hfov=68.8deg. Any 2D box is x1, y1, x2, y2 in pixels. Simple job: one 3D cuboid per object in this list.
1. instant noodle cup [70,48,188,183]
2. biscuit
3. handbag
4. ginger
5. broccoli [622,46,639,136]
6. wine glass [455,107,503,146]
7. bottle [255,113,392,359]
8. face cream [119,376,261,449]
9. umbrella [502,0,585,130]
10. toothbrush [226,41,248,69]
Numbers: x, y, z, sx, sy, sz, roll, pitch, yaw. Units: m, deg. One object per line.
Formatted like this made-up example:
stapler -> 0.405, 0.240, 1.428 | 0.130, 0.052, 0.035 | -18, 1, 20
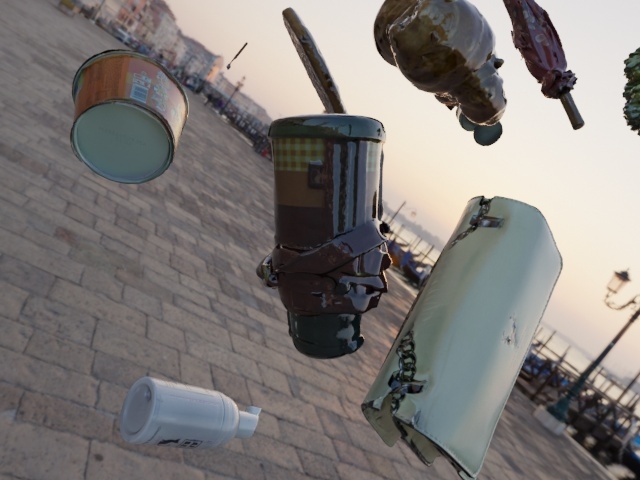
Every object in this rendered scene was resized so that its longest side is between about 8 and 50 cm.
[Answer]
instant noodle cup -> -0.480, -0.293, 1.164 | 0.296, 0.296, 0.214 | 30, 29, -35
biscuit -> -0.009, -0.464, 1.284 | 0.359, 0.046, 0.359 | 63, 3, -6
handbag -> 0.215, 0.139, 0.680 | 0.160, 0.359, 0.237 | 14, -30, 38
ginger -> 0.223, -0.343, 0.844 | 0.274, 0.152, 0.358 | 28, 26, -22
broccoli -> 0.779, -0.340, 0.984 | 0.247, 0.288, 0.245 | 21, -20, -20
wine glass -> 0.423, -0.323, 1.266 | 0.079, 0.079, 0.195 | 33, 26, -18
bottle -> 0.000, 0.000, 0.529 | 0.156, 0.271, 0.143 | 5, 11, 24
face cream -> -0.293, 0.445, 1.167 | 0.369, 0.145, 0.145 | 29, 9, -41
umbrella -> 0.138, -0.142, 0.310 | 0.027, 0.025, 0.165 | 63, 15, -64
toothbrush -> -0.180, -0.396, 1.004 | 0.006, 0.097, 0.008 | -8, 79, -39
